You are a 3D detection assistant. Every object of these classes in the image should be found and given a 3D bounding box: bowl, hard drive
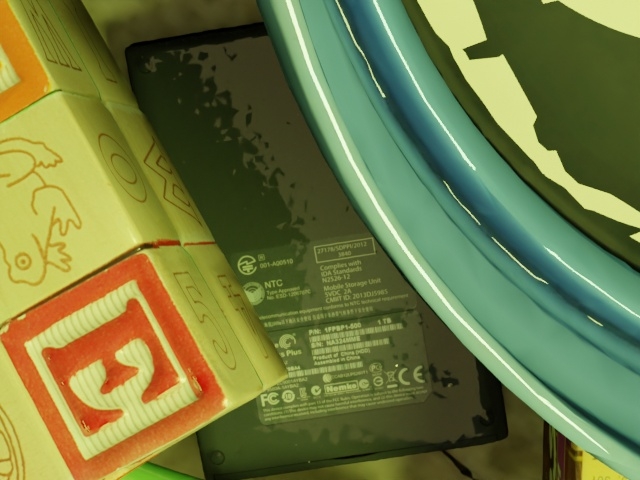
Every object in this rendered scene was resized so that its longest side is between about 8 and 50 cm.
[{"bbox_3d":[0.165,-0.119,0.350,0.391,0.077,0.391,-4,109,-10],"label":"bowl"},{"bbox_3d":[0.000,0.000,0.527,0.094,0.022,0.135,-9,101,5],"label":"hard drive"}]

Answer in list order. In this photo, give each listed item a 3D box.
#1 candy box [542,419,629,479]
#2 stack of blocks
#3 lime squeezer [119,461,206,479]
[{"bbox_3d":[0.090,0.060,0.492,0.053,0.109,0.187,2,102,2],"label":"candy box"},{"bbox_3d":[-0.158,-0.049,0.461,0.171,0.087,0.297,-30,87,7],"label":"stack of blocks"},{"bbox_3d":[0.005,0.146,0.522,0.110,0.059,0.310,-33,103,0],"label":"lime squeezer"}]
